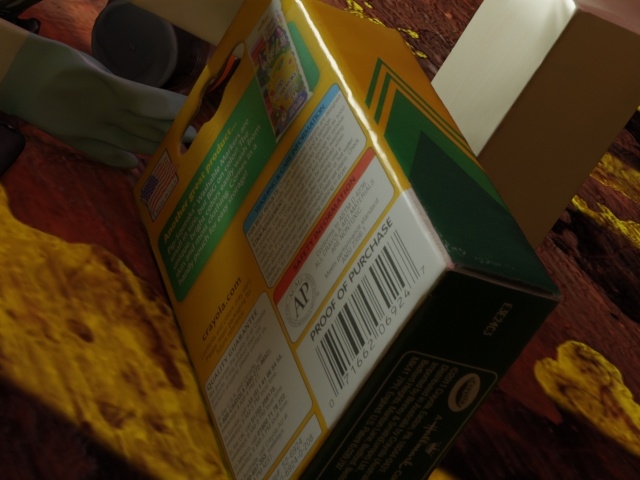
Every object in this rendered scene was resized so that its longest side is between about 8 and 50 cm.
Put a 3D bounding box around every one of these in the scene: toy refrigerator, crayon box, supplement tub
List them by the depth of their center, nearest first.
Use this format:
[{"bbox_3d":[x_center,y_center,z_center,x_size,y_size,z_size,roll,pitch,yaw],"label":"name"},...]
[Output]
[{"bbox_3d":[0.000,0.000,1.066,0.083,0.203,0.323,16,30,-32],"label":"crayon box"},{"bbox_3d":[0.120,-0.058,1.228,0.094,0.269,0.102,18,29,-28],"label":"toy refrigerator"},{"bbox_3d":[-0.094,-0.162,1.358,0.106,0.106,0.198,37,26,9],"label":"supplement tub"}]

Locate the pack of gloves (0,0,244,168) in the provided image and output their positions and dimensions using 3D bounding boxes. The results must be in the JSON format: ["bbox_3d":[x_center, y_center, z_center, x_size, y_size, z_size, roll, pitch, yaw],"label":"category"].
[{"bbox_3d":[-0.152,-0.131,1.139,0.232,0.195,0.046,20,34,-24],"label":"pack of gloves"}]

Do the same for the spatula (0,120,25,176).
[{"bbox_3d":[-0.219,-0.016,1.047,0.084,0.030,0.296,31,25,-5],"label":"spatula"}]

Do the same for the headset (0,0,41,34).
[{"bbox_3d":[-0.268,-0.300,1.269,0.243,0.185,0.394,31,44,-52],"label":"headset"}]
